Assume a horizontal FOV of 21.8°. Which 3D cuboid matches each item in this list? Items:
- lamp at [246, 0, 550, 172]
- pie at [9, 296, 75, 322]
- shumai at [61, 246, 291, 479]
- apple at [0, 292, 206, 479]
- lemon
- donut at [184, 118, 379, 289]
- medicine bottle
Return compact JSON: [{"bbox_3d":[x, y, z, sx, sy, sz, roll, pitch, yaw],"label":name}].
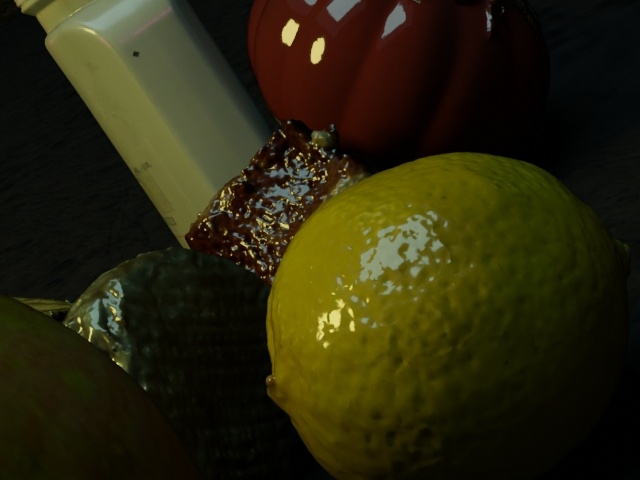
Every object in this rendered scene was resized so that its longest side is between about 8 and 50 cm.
[{"bbox_3d":[0.059,-0.139,1.204,0.227,0.227,0.227,-26,21,11],"label":"lamp"},{"bbox_3d":[-0.309,0.079,1.265,0.306,0.071,0.306,0,3,0],"label":"pie"},{"bbox_3d":[-0.103,0.092,0.952,0.142,0.184,0.184,-14,26,34],"label":"shumai"},{"bbox_3d":[-0.205,0.178,0.697,0.339,0.339,0.339,-26,21,11],"label":"apple"},{"bbox_3d":[0.068,0.044,0.844,0.203,0.178,0.178,-21,20,-9],"label":"lemon"},{"bbox_3d":[0.007,0.008,1.095,0.126,0.186,0.144,-42,-14,-14],"label":"donut"},{"bbox_3d":[-0.119,-0.113,1.249,0.111,0.296,0.161,-37,8,-13],"label":"medicine bottle"}]
